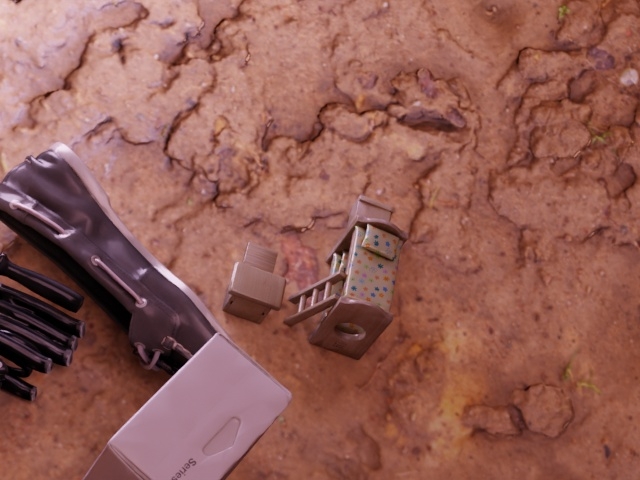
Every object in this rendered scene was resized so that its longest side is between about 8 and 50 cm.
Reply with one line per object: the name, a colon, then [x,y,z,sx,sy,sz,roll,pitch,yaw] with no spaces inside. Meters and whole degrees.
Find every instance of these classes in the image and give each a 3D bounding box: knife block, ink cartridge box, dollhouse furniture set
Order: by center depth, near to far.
ink cartridge box: [-0.135,0.198,1.527,0.092,0.219,0.160,42,53,4]
knife block: [-0.353,0.027,1.619,0.242,0.088,0.275,-13,67,-31]
dollhouse furniture set: [0.000,0.000,1.785,0.161,0.101,0.182,20,54,-12]

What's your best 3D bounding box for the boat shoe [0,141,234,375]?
boat shoe: [-0.193,0.052,1.673,0.095,0.112,0.335,-36,73,-18]
